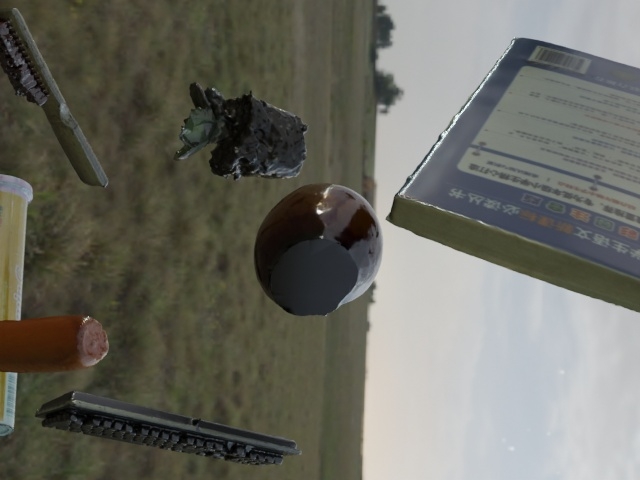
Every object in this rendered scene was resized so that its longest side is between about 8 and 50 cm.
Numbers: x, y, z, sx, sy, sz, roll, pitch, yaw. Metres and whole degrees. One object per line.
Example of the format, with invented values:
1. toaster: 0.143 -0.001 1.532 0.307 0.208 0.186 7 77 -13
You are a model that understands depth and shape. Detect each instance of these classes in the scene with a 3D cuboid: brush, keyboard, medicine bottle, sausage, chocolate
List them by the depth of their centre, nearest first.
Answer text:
1. keyboard: -0.131 0.172 0.752 0.094 0.230 0.025 -25 -128 49
2. chocolate: 0.000 0.000 0.829 0.124 0.127 0.133 41 23 -28
3. brush: -0.301 -0.145 0.925 0.036 0.043 0.248 -50 146 -28
4. sausage: -0.380 0.142 1.141 0.076 0.198 0.076 -6 90 -69
5. medicine bottle: -0.538 0.101 1.377 0.108 0.108 0.425 86 -2 -64

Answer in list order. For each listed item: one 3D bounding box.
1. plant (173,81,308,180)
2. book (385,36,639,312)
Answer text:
1. plant: -0.127 -0.165 1.320 0.131 0.203 0.142 -166 -99 -69
2. book: 0.276 -0.081 0.814 0.428 0.300 0.039 -49 155 -49
